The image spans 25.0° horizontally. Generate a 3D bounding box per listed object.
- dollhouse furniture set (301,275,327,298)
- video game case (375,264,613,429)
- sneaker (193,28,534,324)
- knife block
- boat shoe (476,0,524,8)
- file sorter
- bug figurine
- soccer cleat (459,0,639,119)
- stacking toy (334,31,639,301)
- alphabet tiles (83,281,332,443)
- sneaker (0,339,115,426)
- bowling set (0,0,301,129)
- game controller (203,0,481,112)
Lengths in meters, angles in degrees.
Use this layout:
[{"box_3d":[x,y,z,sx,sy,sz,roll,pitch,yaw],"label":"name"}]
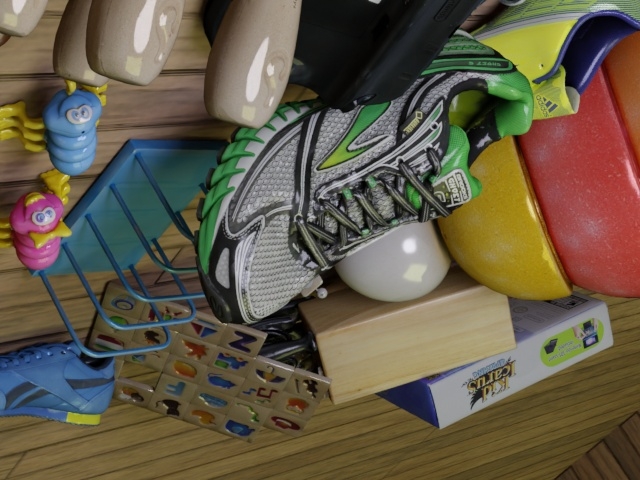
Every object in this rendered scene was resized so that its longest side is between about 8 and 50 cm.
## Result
[{"box_3d":[0.000,0.000,1.425,0.114,0.081,0.091,-41,157,21],"label":"dollhouse furniture set"},{"box_3d":[0.163,0.113,1.695,0.244,0.061,0.269,-22,-161,-22],"label":"video game case"},{"box_3d":[0.036,-0.057,1.140,0.343,0.146,0.134,-44,141,-24],"label":"sneaker"},{"box_3d":[0.038,0.116,1.540,0.275,0.088,0.242,2,-153,35],"label":"knife block"},{"box_3d":[0.125,-0.229,1.098,0.079,0.095,0.254,9,126,-43],"label":"boat shoe"},{"box_3d":[-0.140,0.008,1.225,0.118,0.104,0.170,-4,145,-51],"label":"file sorter"},{"box_3d":[-0.265,-0.017,1.047,0.279,0.072,0.216,-25,158,-18],"label":"bug figurine"},{"box_3d":[0.166,-0.140,1.294,0.289,0.121,0.093,-40,157,21],"label":"soccer cleat"},{"box_3d":[0.238,-0.052,1.451,0.479,0.351,0.350,-19,162,16],"label":"stacking toy"},{"box_3d":[-0.116,0.132,1.441,0.237,0.009,0.198,19,141,-7],"label":"alphabet tiles"},{"box_3d":[-0.280,0.125,1.364,0.209,0.069,0.082,14,95,-49],"label":"sneaker"},{"box_3d":[-0.145,-0.176,0.825,0.287,0.199,0.154,17,87,-63],"label":"bowling set"},{"box_3d":[0.034,-0.193,0.976,0.166,0.067,0.319,22,148,-12],"label":"game controller"}]
